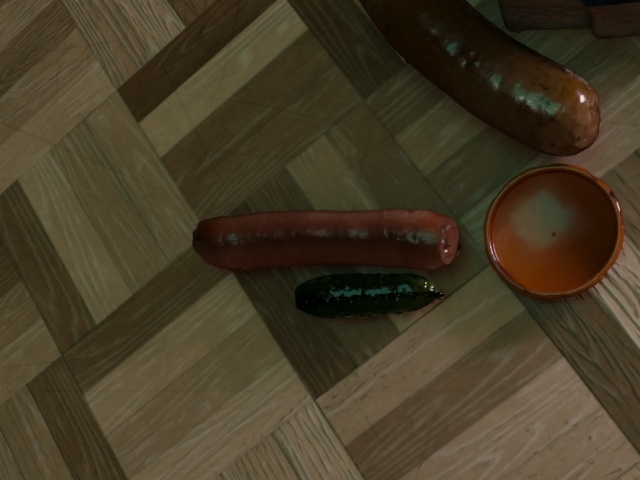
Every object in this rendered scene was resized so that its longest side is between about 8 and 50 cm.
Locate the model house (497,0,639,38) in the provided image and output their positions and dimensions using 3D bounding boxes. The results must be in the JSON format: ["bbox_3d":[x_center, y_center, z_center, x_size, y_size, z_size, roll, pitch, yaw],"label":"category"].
[{"bbox_3d":[0.365,-0.423,1.261,0.298,0.284,0.243,-1,83,23],"label":"model house"}]

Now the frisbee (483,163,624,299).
[{"bbox_3d":[0.322,-0.011,1.315,0.192,0.035,0.192,-5,75,22],"label":"frisbee"}]

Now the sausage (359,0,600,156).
[{"bbox_3d":[0.197,-0.287,1.380,0.501,0.123,0.136,45,101,25],"label":"sausage"}]

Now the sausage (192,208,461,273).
[{"bbox_3d":[0.000,0.000,1.417,0.419,0.094,0.094,-2,117,23],"label":"sausage"}]

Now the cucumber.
[{"bbox_3d":[0.069,0.080,1.388,0.227,0.069,0.069,-4,77,18],"label":"cucumber"}]
